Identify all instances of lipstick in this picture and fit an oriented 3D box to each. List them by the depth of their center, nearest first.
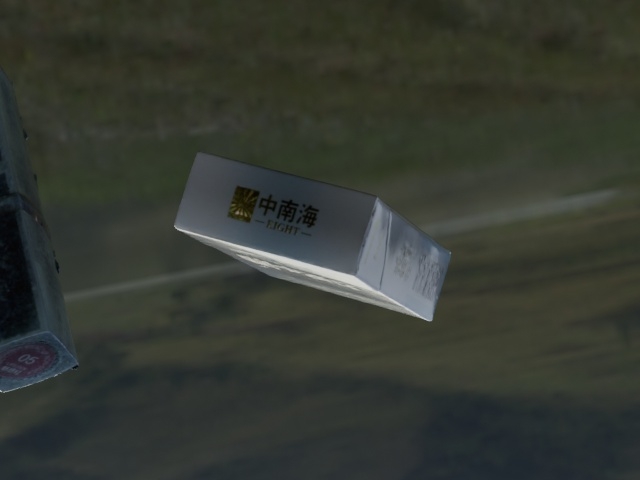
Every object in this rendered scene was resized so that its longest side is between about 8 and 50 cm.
[{"bbox_3d":[-0.261,-0.024,1.560,0.077,0.289,0.076,-21,148,5],"label":"lipstick"}]

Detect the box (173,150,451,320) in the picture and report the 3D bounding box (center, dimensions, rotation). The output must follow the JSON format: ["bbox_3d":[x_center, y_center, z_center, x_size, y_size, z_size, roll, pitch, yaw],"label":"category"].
[{"bbox_3d":[0.000,0.000,1.556,0.155,0.067,0.243,13,174,20],"label":"box"}]
